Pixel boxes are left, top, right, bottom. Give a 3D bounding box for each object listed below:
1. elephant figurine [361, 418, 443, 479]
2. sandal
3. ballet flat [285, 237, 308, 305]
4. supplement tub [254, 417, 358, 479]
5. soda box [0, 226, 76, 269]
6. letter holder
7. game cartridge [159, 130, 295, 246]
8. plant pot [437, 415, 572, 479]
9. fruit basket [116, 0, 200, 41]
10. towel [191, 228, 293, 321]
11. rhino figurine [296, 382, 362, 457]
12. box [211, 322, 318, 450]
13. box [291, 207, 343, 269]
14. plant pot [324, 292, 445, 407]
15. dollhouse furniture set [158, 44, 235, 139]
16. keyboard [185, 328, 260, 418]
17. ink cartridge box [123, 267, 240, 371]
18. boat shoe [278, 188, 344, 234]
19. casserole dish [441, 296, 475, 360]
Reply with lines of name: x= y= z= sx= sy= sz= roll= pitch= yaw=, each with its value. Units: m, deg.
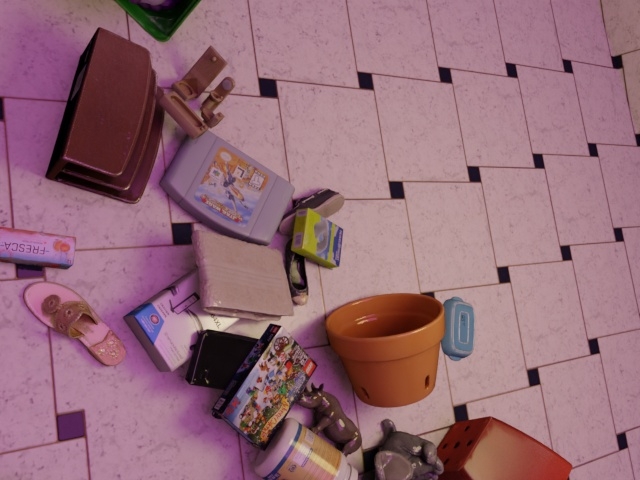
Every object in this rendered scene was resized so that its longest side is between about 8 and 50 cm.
elephant figurine: x=0.178 y=0.580 z=1.540 sx=0.239 sy=0.186 sz=0.169 roll=-26 pitch=109 yaw=-42
sandal: x=-0.481 y=0.162 z=1.274 sx=0.240 sy=0.079 sz=0.088 roll=46 pitch=59 yaw=-16
ballet flat: x=-0.057 y=0.077 z=1.580 sx=0.058 sy=0.049 sz=0.173 roll=-3 pitch=81 yaw=-32
supplement tub: x=-0.031 y=0.509 z=1.422 sx=0.200 sy=0.144 sz=0.144 roll=37 pitch=61 yaw=-6
soda box: x=-0.585 y=0.014 z=1.255 sx=0.183 sy=0.058 sz=0.062 roll=10 pitch=74 yaw=-30
letter holder: x=-0.428 y=-0.255 z=1.362 sx=0.215 sy=0.152 sz=0.301 roll=19 pitch=70 yaw=-30
game cartridge: x=-0.218 y=-0.119 z=1.512 sx=0.297 sy=0.062 sz=0.198 roll=31 pitch=59 yaw=-19
plant pot: x=0.436 y=0.614 z=1.660 sx=0.236 sy=0.267 sz=0.267 roll=46 pitch=59 yaw=-3
fruit basket: x=-0.367 y=-0.609 z=1.349 sx=0.283 sy=0.392 sz=0.392 roll=43 pitch=60 yaw=-17
towel: x=-0.174 y=0.085 z=1.437 sx=0.282 sy=0.049 sz=0.187 roll=18 pitch=51 yaw=-50
rhino figurine: x=0.014 y=0.431 z=1.530 sx=0.106 sy=0.073 sz=0.243 roll=-39 pitch=103 yaw=-26
box: x=-0.118 y=0.326 z=1.421 sx=0.159 sy=0.044 sz=0.233 roll=52 pitch=59 yaw=-32
box: x=0.000 y=0.000 z=1.602 sx=0.178 sy=0.043 sz=0.108 roll=28 pitch=63 yaw=-49
plant pot: x=0.169 y=0.273 z=1.563 sx=0.291 sy=0.291 sz=0.203 roll=-19 pitch=107 yaw=-34
dollhouse furniture set: x=-0.269 y=-0.339 z=1.451 sx=0.144 sy=0.123 sz=0.151 roll=47 pitch=29 yaw=-6
keyboard: x=-0.166 y=0.320 z=1.427 sx=0.317 sy=0.033 sz=0.201 roll=22 pitch=78 yaw=-41
ink cartridge box: x=-0.297 y=0.167 z=1.386 sx=0.203 sy=0.086 sz=0.148 roll=-38 pitch=100 yaw=-32
boat shoe: x=-0.034 y=-0.078 z=1.638 sx=0.206 sy=0.075 sz=0.065 roll=-27 pitch=51 yaw=-28
casserole dish: x=0.405 y=0.254 z=1.843 sx=0.114 sy=0.037 sz=0.188 roll=15 pitch=70 yaw=-30
